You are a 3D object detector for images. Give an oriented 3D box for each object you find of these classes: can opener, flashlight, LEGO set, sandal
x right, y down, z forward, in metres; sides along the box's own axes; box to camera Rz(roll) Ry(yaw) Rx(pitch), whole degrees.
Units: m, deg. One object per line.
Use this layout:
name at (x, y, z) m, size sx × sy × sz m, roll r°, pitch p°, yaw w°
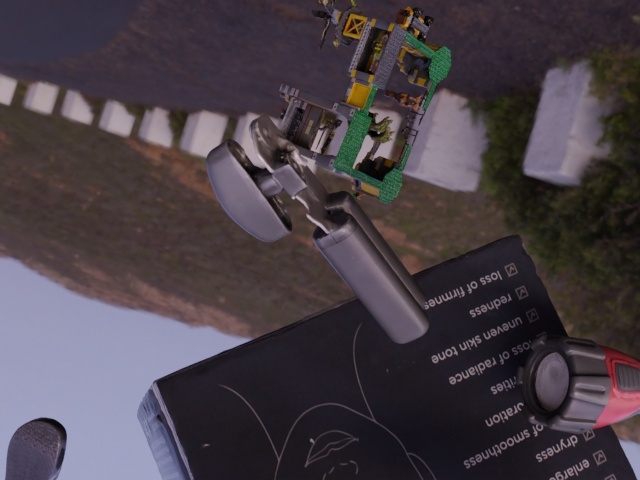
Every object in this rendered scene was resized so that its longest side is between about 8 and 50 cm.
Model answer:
can opener at (0.000, 0.000, 0.846) m, size 0.283 × 0.095 × 0.076 m, roll 52°, pitch -159°, yaw -29°
flashlight at (0.363, 0.171, 0.948) m, size 0.304 × 0.103 × 0.103 m, roll 12°, pitch -159°, yaw -25°
LEGO set at (0.048, -0.236, 1.435) m, size 0.192 × 0.331 × 0.255 m, roll 26°, pitch -166°, yaw 36°
sandal at (-0.478, 0.387, 1.446) m, size 0.097 × 0.255 × 0.054 m, roll 35°, pitch -153°, yaw 16°

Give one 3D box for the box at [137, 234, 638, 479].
box at (0.092, 0.314, 1.037) m, size 0.479 × 0.472 × 0.297 m, roll -20°, pitch 169°, yaw -20°
